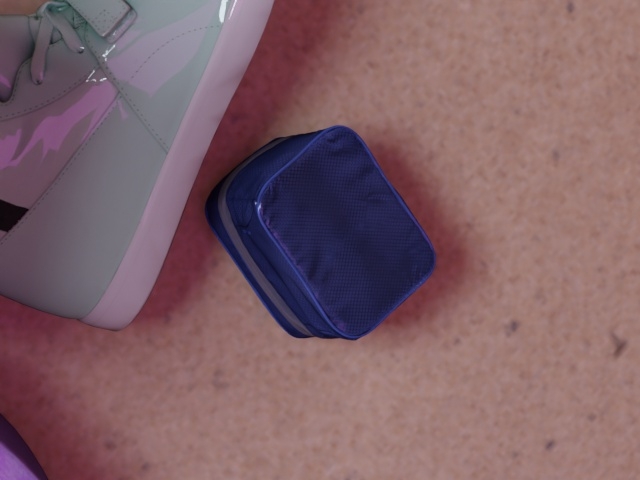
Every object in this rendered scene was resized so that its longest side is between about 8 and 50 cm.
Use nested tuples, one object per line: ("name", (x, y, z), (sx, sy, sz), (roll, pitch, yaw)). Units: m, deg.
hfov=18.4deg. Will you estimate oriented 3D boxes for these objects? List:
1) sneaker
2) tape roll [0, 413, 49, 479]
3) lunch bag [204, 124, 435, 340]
("sneaker", (-0.110, -0.097, 0.828), (0.151, 0.094, 0.256), (17, 97, -24))
("tape roll", (-0.234, 0.178, 0.848), (0.274, 0.090, 0.275), (-3, 101, -16))
("lunch bag", (0.000, 0.000, 0.897), (0.067, 0.065, 0.098), (-40, 107, -23))
